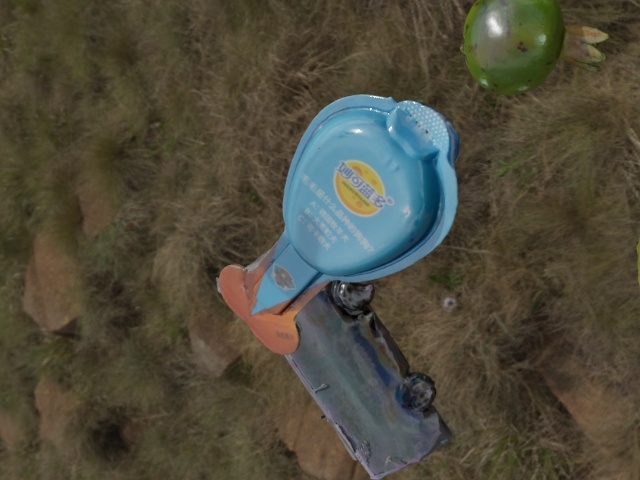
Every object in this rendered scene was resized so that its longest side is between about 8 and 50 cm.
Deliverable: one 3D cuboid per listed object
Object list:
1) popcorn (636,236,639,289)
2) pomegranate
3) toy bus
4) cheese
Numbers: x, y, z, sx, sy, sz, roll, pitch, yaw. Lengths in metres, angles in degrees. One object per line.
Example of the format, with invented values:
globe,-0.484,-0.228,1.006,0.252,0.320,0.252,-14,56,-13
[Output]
popcorn,0.236,0.044,0.259,0.184,0.204,0.221,-22,94,13
pomegranate,0.452,-0.423,1.291,0.302,0.236,0.235,6,101,9
toy bus,0.030,0.141,0.747,0.317,0.138,0.112,57,169,-8
cheese,0.000,0.000,0.407,0.106,0.037,0.256,49,135,7
